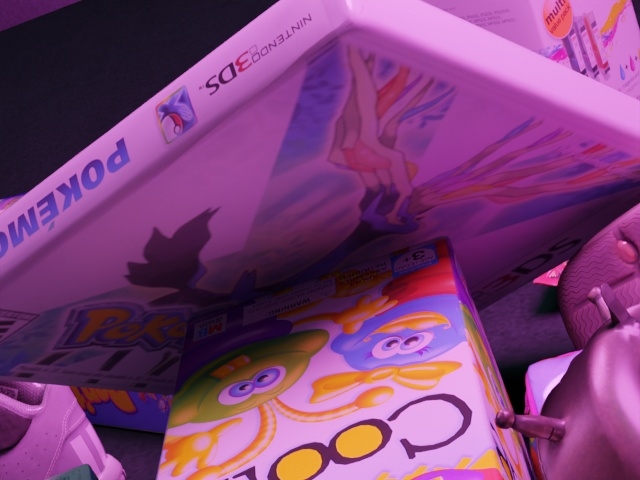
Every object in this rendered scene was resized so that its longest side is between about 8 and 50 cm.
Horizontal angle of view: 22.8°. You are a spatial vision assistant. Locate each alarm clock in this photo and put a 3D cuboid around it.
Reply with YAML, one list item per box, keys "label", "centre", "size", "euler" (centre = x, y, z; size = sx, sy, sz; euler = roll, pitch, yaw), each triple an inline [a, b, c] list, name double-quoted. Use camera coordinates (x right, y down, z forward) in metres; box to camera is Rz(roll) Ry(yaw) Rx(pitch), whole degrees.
- label: "alarm clock"
  centre: [0.166, 0.093, 0.595]
  size: [0.129, 0.192, 0.064]
  euler: [-43, -10, -51]

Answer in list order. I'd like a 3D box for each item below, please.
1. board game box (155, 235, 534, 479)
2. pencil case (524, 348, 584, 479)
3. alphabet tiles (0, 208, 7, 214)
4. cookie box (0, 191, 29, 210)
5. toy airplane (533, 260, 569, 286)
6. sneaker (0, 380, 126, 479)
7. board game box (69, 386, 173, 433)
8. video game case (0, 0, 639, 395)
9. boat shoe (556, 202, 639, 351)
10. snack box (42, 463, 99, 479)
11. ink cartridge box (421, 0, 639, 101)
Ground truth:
- label: "board game box"
  centre: [0.021, 0.127, 0.665]
  size: [0.142, 0.144, 0.275]
  euler: [-19, 20, 7]
- label: "pencil case"
  centre: [0.208, 0.065, 0.710]
  size: [0.236, 0.104, 0.104]
  euler: [-19, 19, 4]
- label: "alphabet tiles"
  centre: [-0.321, 0.089, 1.142]
  size: [0.284, 0.021, 0.278]
  euler: [-8, 46, 42]
- label: "cookie box"
  centre: [-0.283, -0.017, 1.534]
  size: [0.107, 0.040, 0.092]
  euler: [-13, 20, 21]
- label: "toy airplane"
  centre: [0.198, -0.003, 1.012]
  size: [0.151, 0.028, 0.151]
  euler: [-19, 20, 7]
- label: "sneaker"
  centre: [-0.240, 0.131, 0.944]
  size: [0.228, 0.132, 0.086]
  euler: [-19, 19, 5]
- label: "board game box"
  centre: [-0.105, 0.037, 1.143]
  size: [0.347, 0.078, 0.233]
  euler: [0, 28, 47]
- label: "video game case"
  centre: [0.000, 0.000, 0.787]
  size: [0.300, 0.036, 0.329]
  euler: [-33, -27, 29]
- label: "boat shoe"
  centre: [0.295, -0.007, 0.815]
  size: [0.355, 0.132, 0.130]
  euler: [-18, 1, 5]
- label: "snack box"
  centre: [-0.248, 0.232, 0.790]
  size: [0.321, 0.060, 0.187]
  euler: [-23, 19, -4]
- label: "ink cartridge box"
  centre: [0.159, -0.145, 1.210]
  size: [0.127, 0.176, 0.128]
  euler: [-2, 27, 44]
